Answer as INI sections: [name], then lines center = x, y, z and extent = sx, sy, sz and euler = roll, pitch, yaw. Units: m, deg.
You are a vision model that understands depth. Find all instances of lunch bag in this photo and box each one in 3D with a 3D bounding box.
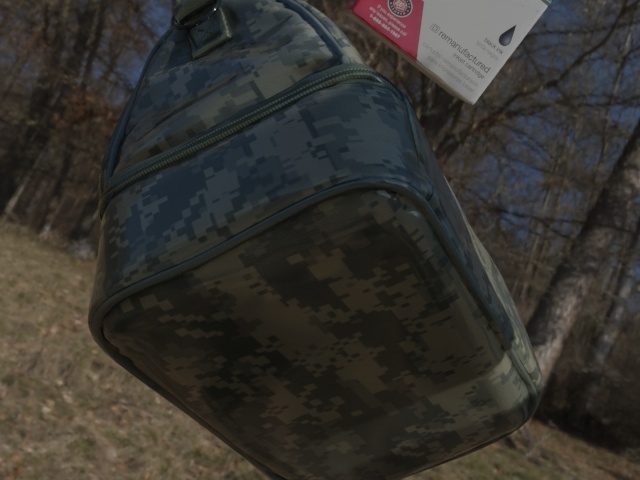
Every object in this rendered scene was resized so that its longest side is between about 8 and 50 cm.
[lunch bag]
center = 0.000, 0.000, 0.545
extent = 0.212, 0.256, 0.305
euler = -24, -45, 16

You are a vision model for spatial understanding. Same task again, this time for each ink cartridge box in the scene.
[ink cartridge box]
center = 0.164, -0.297, 0.846
extent = 0.172, 0.237, 0.100
euler = 34, 11, -12

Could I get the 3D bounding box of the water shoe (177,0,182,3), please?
[water shoe]
center = -0.103, -0.255, 0.675
extent = 0.080, 0.073, 0.203
euler = 28, -22, 54
